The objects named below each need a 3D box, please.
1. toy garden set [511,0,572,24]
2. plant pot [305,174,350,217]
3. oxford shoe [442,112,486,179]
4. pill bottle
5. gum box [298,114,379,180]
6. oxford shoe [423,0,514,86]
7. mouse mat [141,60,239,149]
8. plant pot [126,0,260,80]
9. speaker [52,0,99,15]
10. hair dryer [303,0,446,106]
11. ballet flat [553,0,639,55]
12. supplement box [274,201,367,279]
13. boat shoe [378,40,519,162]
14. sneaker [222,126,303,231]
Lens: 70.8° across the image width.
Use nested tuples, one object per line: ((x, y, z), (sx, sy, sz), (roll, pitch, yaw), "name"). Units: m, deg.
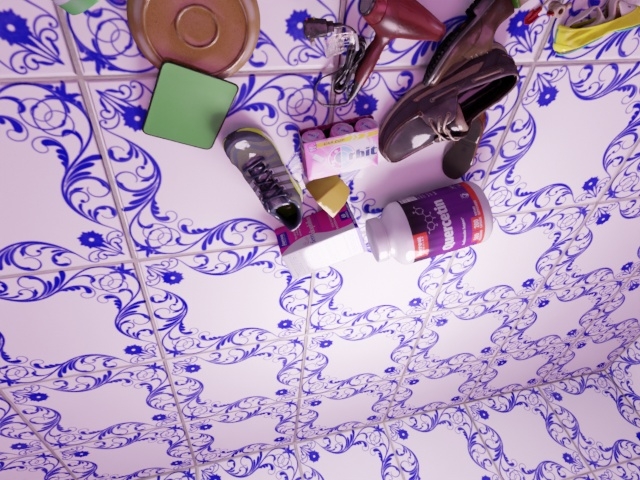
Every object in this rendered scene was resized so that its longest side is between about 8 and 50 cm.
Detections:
((0.511, -0.550, 0.914), (0.244, 0.049, 0.204), (-33, 136, 13), "toy garden set")
((0.026, -0.126, 1.147), (0.083, 0.081, 0.081), (-41, 134, 7), "plant pot")
((0.381, -0.245, 1.170), (0.076, 0.076, 0.212), (-46, 162, -32), "oxford shoe")
((0.296, -0.042, 1.257), (0.322, 0.182, 0.182), (-16, 138, -5), "pill bottle")
((0.049, -0.220, 1.067), (0.188, 0.062, 0.107), (-14, 137, -7), "gum box")
((0.309, -0.406, 0.942), (0.096, 0.083, 0.227), (35, 120, -15), "oxford shoe")
((-0.267, -0.266, 0.917), (0.152, 0.007, 0.190), (10, 140, -30), "mouse mat")
((-0.223, -0.389, 0.814), (0.236, 0.032, 0.236), (-11, 138, -10), "plant pot")
((-0.413, -0.464, 0.595), (0.131, 0.131, 0.296), (-30, 137, 10), "speaker")
((0.110, -0.404, 0.915), (0.293, 0.080, 0.224), (-16, 153, 4), "hair dryer")
((0.635, -0.493, 1.008), (0.230, 0.077, 0.077), (-21, 121, 3), "ballet flat")
((0.000, 0.000, 1.239), (0.219, 0.111, 0.114), (-23, 137, 2), "supplement box")
((0.283, -0.298, 1.026), (0.355, 0.130, 0.132), (-40, 134, 20), "boat shoe")
((-0.116, -0.137, 1.046), (0.111, 0.121, 0.300), (-31, 137, 11), "sneaker")
